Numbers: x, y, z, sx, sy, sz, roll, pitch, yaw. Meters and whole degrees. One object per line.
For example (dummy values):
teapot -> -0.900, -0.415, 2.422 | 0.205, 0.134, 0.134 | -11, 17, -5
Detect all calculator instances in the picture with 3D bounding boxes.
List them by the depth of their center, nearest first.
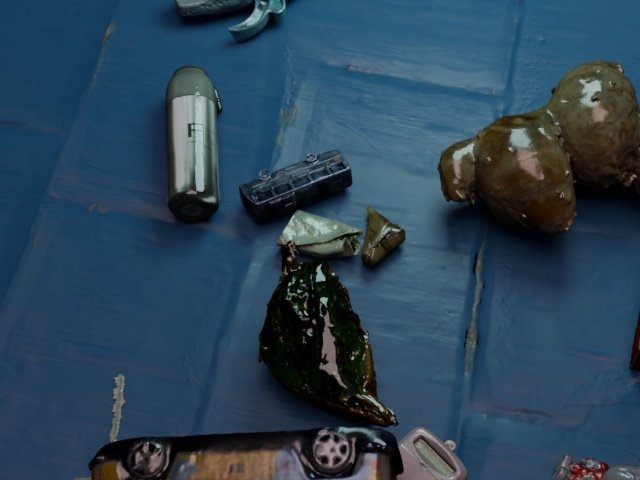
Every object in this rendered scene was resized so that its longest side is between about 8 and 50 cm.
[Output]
calculator -> 0.112, 0.318, 1.541 | 0.175, 0.032, 0.100 | -38, 64, -19

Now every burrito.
burrito -> 0.001, -0.003, 1.727 | 0.118, 0.044, 0.074 | 18, 53, 14

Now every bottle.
bottle -> -0.189, -0.149, 1.803 | 0.096, 0.079, 0.254 | 17, 53, -34

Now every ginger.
ginger -> 0.353, -0.126, 1.722 | 0.375, 0.176, 0.256 | -18, 65, -7

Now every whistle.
whistle -> -0.110, -0.432, 1.962 | 0.274, 0.093, 0.186 | -19, 61, -6

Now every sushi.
sushi -> -0.007, 0.146, 1.583 | 0.149, 0.140, 0.287 | -12, 59, -14

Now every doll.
doll -> 0.387, 0.316, 1.518 | 0.180, 0.079, 0.094 | 11, 35, 23

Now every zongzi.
zongzi -> 0.072, -0.008, 1.732 | 0.076, 0.040, 0.083 | -39, 62, -20

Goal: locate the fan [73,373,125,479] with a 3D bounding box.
fan -> -0.281, 0.325, 1.558 | 0.190, 0.009, 0.329 | 2, 60, 3

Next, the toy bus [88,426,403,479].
toy bus -> -0.093, 0.332, 1.439 | 0.386, 0.171, 0.162 | -3, 64, 7

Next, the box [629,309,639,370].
box -> 0.530, 0.082, 1.654 | 0.153, 0.074, 0.240 | 16, 60, 6

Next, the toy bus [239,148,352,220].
toy bus -> -0.036, -0.083, 1.766 | 0.166, 0.047, 0.065 | -22, 47, -13
